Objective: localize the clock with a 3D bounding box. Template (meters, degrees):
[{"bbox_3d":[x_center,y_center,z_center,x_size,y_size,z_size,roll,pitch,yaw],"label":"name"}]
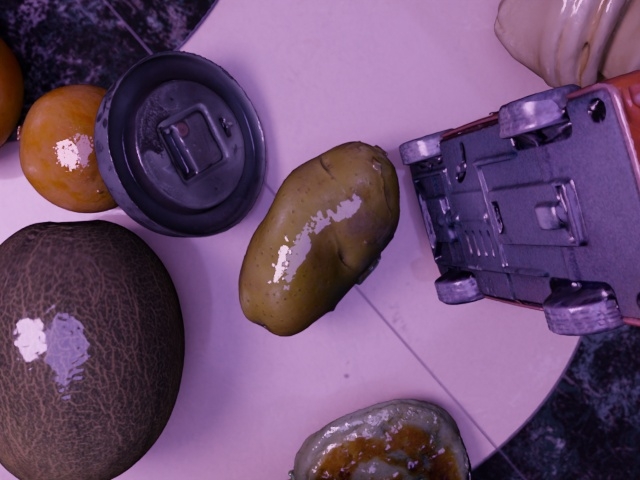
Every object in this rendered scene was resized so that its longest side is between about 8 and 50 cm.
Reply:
[{"bbox_3d":[-0.157,-0.108,0.793,0.214,0.042,0.215,6,81,-44],"label":"clock"}]

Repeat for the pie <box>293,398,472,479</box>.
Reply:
[{"bbox_3d":[0.086,0.307,0.880,0.240,0.054,0.241,-1,100,-6],"label":"pie"}]

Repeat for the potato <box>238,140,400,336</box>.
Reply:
[{"bbox_3d":[0.000,0.000,0.806,0.143,0.169,0.248,32,83,26],"label":"potato"}]

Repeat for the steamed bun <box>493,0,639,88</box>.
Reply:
[{"bbox_3d":[0.369,-0.287,0.772,0.289,0.203,0.276,20,94,-2],"label":"steamed bun"}]

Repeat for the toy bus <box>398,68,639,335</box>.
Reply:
[{"bbox_3d":[0.249,-0.050,0.685,0.232,0.427,0.203,-17,95,-11],"label":"toy bus"}]

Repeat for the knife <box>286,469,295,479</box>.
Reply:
[{"bbox_3d":[-0.055,0.349,0.907,0.212,0.015,0.054,-37,99,0],"label":"knife"}]

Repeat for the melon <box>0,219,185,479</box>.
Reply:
[{"bbox_3d":[-0.274,0.128,0.777,0.237,0.237,0.302,-1,95,-1],"label":"melon"}]

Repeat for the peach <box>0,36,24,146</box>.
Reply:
[{"bbox_3d":[-0.443,-0.165,0.778,0.197,0.197,0.198,0,94,-1],"label":"peach"}]

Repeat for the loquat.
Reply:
[{"bbox_3d":[-0.275,-0.107,0.807,0.163,0.137,0.163,0,77,2],"label":"loquat"}]
